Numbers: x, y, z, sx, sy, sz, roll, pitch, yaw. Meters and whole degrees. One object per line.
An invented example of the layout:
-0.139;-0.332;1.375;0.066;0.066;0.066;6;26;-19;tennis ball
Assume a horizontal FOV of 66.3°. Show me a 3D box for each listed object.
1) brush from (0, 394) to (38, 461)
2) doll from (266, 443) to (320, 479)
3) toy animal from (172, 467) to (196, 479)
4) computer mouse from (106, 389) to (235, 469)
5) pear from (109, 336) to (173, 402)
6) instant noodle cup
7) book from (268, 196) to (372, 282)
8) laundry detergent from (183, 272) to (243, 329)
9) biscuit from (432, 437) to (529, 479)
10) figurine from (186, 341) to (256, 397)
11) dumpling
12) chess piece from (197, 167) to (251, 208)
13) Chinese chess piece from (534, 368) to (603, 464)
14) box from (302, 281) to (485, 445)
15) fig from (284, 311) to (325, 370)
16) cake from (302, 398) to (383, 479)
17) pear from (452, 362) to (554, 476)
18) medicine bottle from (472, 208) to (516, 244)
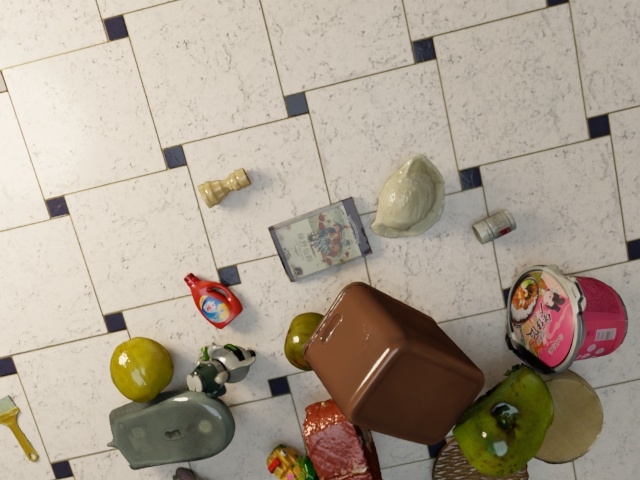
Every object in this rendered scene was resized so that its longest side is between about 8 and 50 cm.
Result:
-0.844;0.529;1.358;0.083;0.011;0.205;-27;99;4;brush
-0.060;0.625;1.312;0.186;0.134;0.106;35;100;2;doll
-0.315;0.732;1.335;0.251;0.125;0.127;35;70;1;toy animal
-0.389;0.486;1.290;0.371;0.122;0.188;-16;100;11;computer mouse
-0.457;0.327;1.254;0.149;0.149;0.162;-33;86;6;pear
0.602;0.188;1.178;0.182;0.302;0.258;1;67;-13;instant noodle cup
0.000;0.000;1.250;0.231;0.026;0.157;-20;99;4;book
-0.284;0.146;1.267;0.097;0.049;0.165;-42;96;0;laundry detergent
0.436;0.639;1.346;0.262;0.037;0.261;0;99;0;biscuit
-0.244;0.319;1.240;0.147;0.192;0.126;-19;87;41;figurine
0.223;-0.096;1.187;0.167;0.126;0.215;14;97;-18;dumpling
-0.237;-0.135;1.215;0.122;0.066;0.066;-28;98;-1;chess piece
0.603;0.453;1.280;0.250;0.103;0.249;0;98;1;Chinese chess piece
0.171;0.291;1.128;0.340;0.229;0.239;29;100;-32;box
-0.001;0.271;1.236;0.187;0.142;0.147;22;126;10;fig
0.060;0.537;1.266;0.151;0.177;0.282;-22;93;5;cake
0.436;0.418;1.121;0.238;0.255;0.164;-43;71;9;pear
0.433;-0.034;1.222;0.091;0.058;0.058;-27;98;5;medicine bottle
